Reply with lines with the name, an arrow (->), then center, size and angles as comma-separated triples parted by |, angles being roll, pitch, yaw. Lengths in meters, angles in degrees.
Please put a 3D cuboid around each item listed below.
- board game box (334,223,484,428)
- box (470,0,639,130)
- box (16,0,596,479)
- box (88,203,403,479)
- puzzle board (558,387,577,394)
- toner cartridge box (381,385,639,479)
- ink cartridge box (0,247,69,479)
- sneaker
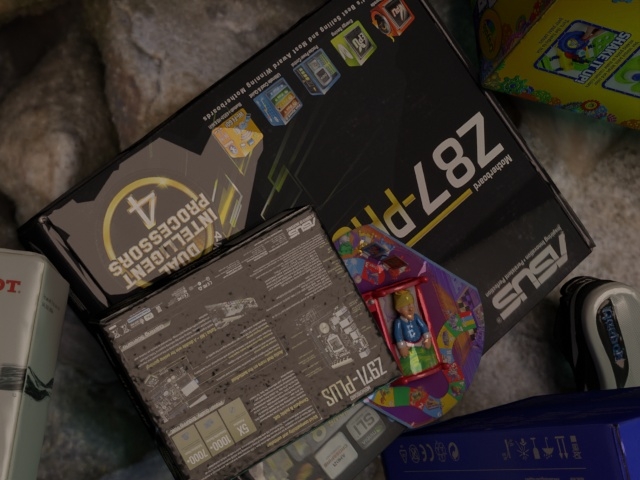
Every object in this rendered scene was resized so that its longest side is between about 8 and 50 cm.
board game box -> 0.065, 0.069, 1.122 | 0.168, 0.033, 0.133 | 31, 71, -18
box -> 0.290, -0.266, 1.258 | 0.279, 0.177, 0.290 | 13, 55, -21
box -> 0.000, 0.000, 1.173 | 0.395, 0.097, 0.318 | -39, 101, -24
box -> -0.055, 0.079, 1.036 | 0.180, 0.077, 0.147 | -30, 96, -14
puzzle board -> 0.265, 0.200, 1.302 | 0.096, 0.011, 0.128 | 1, 81, -25
toner cartridge box -> 0.197, 0.164, 1.091 | 0.165, 0.348, 0.075 | -10, 85, -25
ink cartridge box -> -0.275, 0.110, 1.007 | 0.153, 0.087, 0.208 | 7, 77, 4
sneaker -> 0.263, 0.135, 1.261 | 0.079, 0.121, 0.217 | -9, 98, -7
